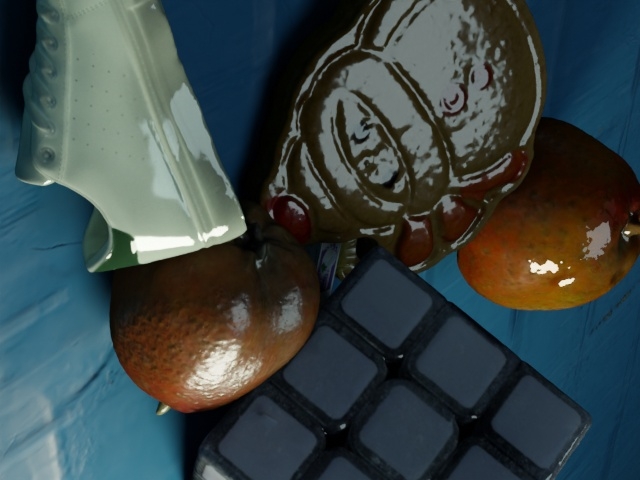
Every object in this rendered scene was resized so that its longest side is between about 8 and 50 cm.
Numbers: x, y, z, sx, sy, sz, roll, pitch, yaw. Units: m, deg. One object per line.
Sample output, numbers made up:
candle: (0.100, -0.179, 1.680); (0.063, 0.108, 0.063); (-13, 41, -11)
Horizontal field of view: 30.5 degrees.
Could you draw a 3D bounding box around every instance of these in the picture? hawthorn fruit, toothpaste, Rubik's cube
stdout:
hawthorn fruit: (-0.117, 0.082, 1.136); (0.199, 0.199, 0.251); (-16, 138, -53)
toothpaste: (0.000, 0.000, 1.383); (0.047, 0.040, 0.196); (-18, 127, -50)
Rubik's cube: (0.058, 0.241, 1.293); (0.305, 0.303, 0.301); (-50, 175, -21)
hawthorn fruit: (0.340, -0.026, 1.644); (0.277, 0.298, 0.277); (-18, 113, -51)

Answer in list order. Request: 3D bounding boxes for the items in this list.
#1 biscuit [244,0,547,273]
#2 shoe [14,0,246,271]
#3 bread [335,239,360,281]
biscuit: (0.089, -0.125, 1.286); (0.381, 0.074, 0.359); (-40, 124, -12)
shoe: (-0.188, -0.128, 0.933); (0.160, 0.132, 0.363); (-24, 124, -6)
bread: (0.035, 0.008, 1.451); (0.049, 0.033, 0.088); (-32, 137, -52)
